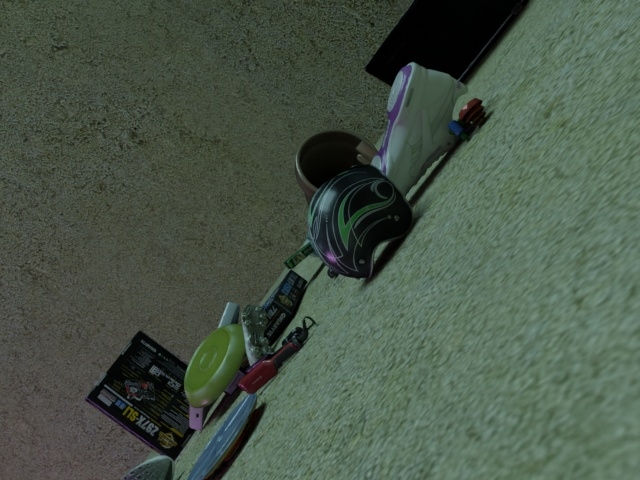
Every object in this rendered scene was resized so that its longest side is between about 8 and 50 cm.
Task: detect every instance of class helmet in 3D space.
[{"bbox_3d":[0.057,-0.027,1.211,0.161,0.169,0.169,-37,2,-7],"label":"helmet"}]

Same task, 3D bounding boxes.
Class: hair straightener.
[{"bbox_3d":[-0.079,0.212,1.440,0.230,0.047,0.089,-51,5,33],"label":"hair straightener"}]

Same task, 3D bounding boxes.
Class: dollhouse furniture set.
[{"bbox_3d":[0.184,-0.273,2.102,0.151,0.123,0.144,-54,4,-19],"label":"dollhouse furniture set"}]

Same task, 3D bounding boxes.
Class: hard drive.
[{"bbox_3d":[-0.297,0.352,2.059,0.203,0.040,0.308,105,-177,-54],"label":"hard drive"}]

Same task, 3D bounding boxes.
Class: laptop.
[{"bbox_3d":[0.348,-0.574,1.995,0.382,0.236,0.408,-51,4,23],"label":"laptop"}]

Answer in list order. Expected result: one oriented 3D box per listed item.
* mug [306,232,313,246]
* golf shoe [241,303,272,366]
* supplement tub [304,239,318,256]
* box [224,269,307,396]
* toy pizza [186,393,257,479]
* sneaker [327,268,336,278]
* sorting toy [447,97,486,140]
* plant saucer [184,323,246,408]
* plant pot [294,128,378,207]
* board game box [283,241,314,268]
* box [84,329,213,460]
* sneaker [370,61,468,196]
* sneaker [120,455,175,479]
[{"bbox_3d":[0.034,-0.019,1.819,0.158,0.097,0.129,-55,5,-19],"label":"mug"},{"bbox_3d":[-0.167,0.236,1.796,0.176,0.069,0.086,-101,27,-46],"label":"golf shoe"},{"bbox_3d":[0.000,0.000,2.282,0.071,0.071,0.107,-56,4,-37],"label":"supplement tub"},{"bbox_3d":[-0.161,0.243,2.007,0.293,0.073,0.295,-52,4,14],"label":"box"},{"bbox_3d":[-0.167,0.358,1.293,0.201,0.032,0.201,-52,4,6],"label":"toy pizza"},{"bbox_3d":[0.032,0.005,1.669,0.170,0.089,0.051,-56,4,-39],"label":"sneaker"},{"bbox_3d":[0.252,-0.197,1.249,0.061,0.042,0.102,-38,-13,-15],"label":"sorting toy"},{"bbox_3d":[-0.277,0.310,1.874,0.241,0.037,0.241,-39,29,27],"label":"plant saucer"},{"bbox_3d":[0.048,-0.171,2.253,0.263,0.263,0.229,-55,-15,-30],"label":"plant pot"},{"bbox_3d":[0.008,-0.008,2.084,0.259,0.030,0.136,-38,5,-7],"label":"board game box"},{"bbox_3d":[-0.500,0.467,2.217,0.257,0.322,0.079,-55,5,-26],"label":"box"},{"bbox_3d":[0.178,-0.159,1.337,0.114,0.152,0.305,-106,29,-63],"label":"sneaker"},{"bbox_3d":[-0.441,0.616,1.804,0.297,0.111,0.129,-50,-1,25],"label":"sneaker"}]
